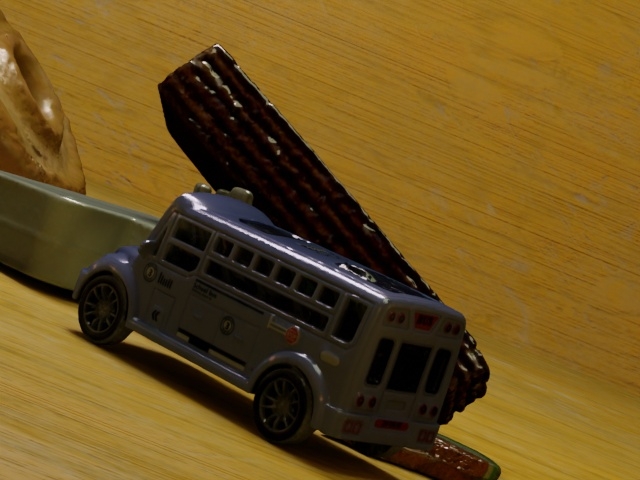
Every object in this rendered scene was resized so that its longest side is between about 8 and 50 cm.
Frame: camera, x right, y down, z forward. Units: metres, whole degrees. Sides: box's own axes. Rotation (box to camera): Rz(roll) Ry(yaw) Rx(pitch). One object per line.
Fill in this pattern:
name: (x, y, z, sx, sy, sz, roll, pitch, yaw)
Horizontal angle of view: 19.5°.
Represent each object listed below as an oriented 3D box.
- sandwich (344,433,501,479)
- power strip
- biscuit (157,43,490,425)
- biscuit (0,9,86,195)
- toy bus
sandwich: (0.065, 0.151, 1.387, 0.135, 0.029, 0.067, 21, 2, -5)
power strip: (-0.155, -0.001, 1.620, 0.229, 0.141, 0.261, 18, 1, -44)
biscuit: (0.000, 0.000, 1.602, 0.388, 0.073, 0.107, 49, -13, 17)
biscuit: (-0.332, -0.141, 1.917, 0.296, 0.102, 0.296, 59, 7, -11)
toy bus: (-0.042, 0.052, 1.341, 0.292, 0.133, 0.125, 24, 6, 41)
